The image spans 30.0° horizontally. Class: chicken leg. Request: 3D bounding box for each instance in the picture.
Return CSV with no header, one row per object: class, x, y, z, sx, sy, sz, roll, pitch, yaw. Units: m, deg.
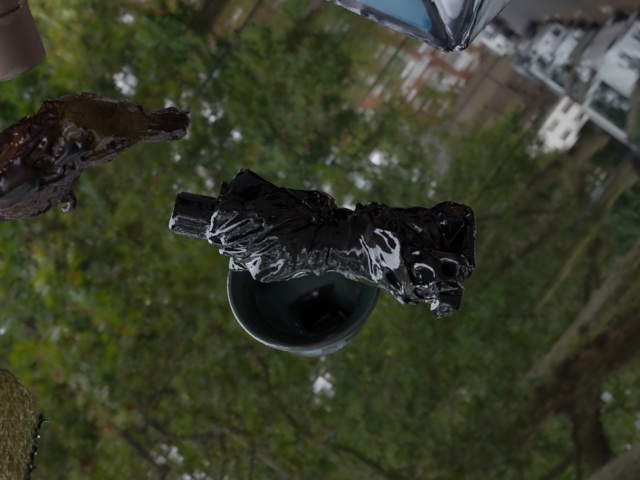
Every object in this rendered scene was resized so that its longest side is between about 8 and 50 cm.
chicken leg,-0.327,-0.114,1.601,0.083,0.322,0.177,51,174,32

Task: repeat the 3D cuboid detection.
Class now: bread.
bread,-0.351,0.197,1.139,0.260,0.129,0.134,-102,-6,-60

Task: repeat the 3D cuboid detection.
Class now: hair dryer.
hair dryer,-0.470,-0.238,1.404,0.107,0.189,0.344,0,-148,27

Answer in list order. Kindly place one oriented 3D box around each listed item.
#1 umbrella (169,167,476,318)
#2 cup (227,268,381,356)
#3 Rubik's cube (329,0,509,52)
umbrella,0.001,0.000,1.073,0.272,0.110,0.122,8,-179,1
cup,-0.010,0.081,1.573,0.199,0.199,0.150,42,166,25
Rubik's cube,0.113,-0.421,1.339,0.305,0.310,0.307,26,-150,7
